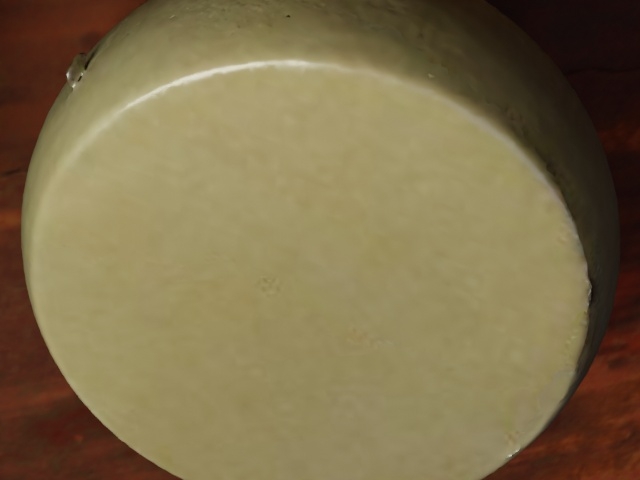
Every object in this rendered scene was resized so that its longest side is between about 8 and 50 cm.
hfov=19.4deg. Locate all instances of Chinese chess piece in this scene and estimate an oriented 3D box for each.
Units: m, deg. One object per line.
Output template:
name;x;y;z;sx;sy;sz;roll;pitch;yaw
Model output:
Chinese chess piece;0.000;0.000;0.842;0.273;0.102;0.273;4;124;5
